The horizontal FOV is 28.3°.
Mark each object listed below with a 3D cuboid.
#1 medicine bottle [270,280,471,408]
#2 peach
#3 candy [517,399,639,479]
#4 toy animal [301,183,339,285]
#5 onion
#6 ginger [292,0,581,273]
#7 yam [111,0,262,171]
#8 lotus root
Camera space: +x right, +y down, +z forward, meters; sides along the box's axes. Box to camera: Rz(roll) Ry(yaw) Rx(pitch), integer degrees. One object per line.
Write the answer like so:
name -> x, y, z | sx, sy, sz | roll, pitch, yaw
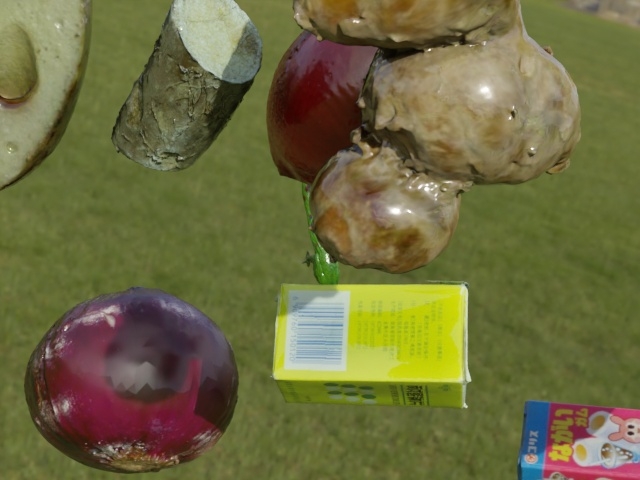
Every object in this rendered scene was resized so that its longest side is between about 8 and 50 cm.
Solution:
medicine bottle -> 0.069, 0.134, 1.625 | 0.250, 0.141, 0.137 | 1, -25, 8
peach -> 0.035, -0.145, 1.291 | 0.154, 0.267, 0.159 | 29, 35, -48
candy -> 0.500, 0.374, 2.203 | 0.306, 0.100, 0.157 | 4, 43, 11
toy animal -> -0.005, 0.004, 1.943 | 0.041, 0.217, 0.075 | -12, -6, -19
onion -> -0.272, 0.203, 1.960 | 0.336, 0.260, 0.282 | 16, 57, -22
ginger -> 0.093, -0.163, 1.047 | 0.256, 0.375, 0.176 | -15, 26, -15
yam -> -0.131, -0.143, 1.236 | 0.107, 0.183, 0.107 | 21, 42, -20
lotus root -> -0.341, -0.204, 1.468 | 0.142, 0.314, 0.210 | 12, 29, -10
